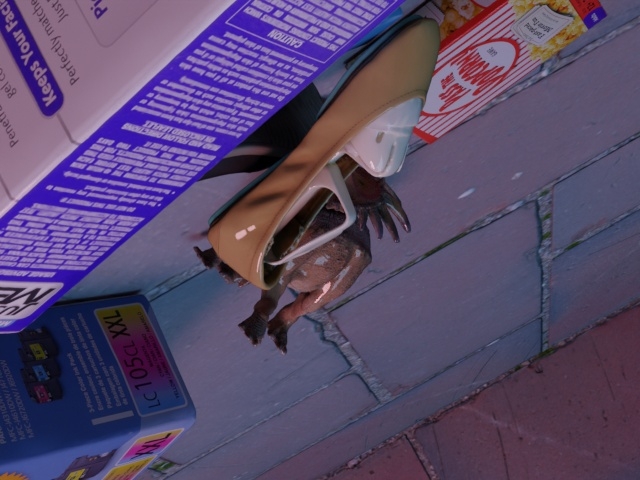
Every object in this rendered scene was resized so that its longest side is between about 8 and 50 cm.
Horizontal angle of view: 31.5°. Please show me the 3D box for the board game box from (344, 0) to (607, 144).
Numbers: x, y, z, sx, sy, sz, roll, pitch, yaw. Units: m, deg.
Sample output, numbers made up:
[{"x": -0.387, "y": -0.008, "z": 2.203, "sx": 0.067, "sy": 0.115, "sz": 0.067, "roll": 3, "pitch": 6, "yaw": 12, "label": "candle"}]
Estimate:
[{"x": 0.133, "y": -0.168, "z": 0.947, "sx": 0.193, "sy": 0.045, "sz": 0.147, "roll": -36, "pitch": 158, "yaw": 17, "label": "board game box"}]

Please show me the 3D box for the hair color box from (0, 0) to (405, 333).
[{"x": -0.109, "y": -0.120, "z": 0.544, "sx": 0.339, "sy": 0.185, "sz": 0.110, "roll": -37, "pitch": 159, "yaw": 21, "label": "hair color box"}]

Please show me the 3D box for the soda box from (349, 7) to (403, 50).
[{"x": -0.060, "y": -0.130, "z": 0.711, "sx": 0.210, "sy": 0.071, "sz": 0.067, "roll": -24, "pitch": 180, "yaw": -20, "label": "soda box"}]

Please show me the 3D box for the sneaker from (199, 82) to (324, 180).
[{"x": -0.095, "y": -0.079, "z": 0.841, "sx": 0.118, "sy": 0.083, "sz": 0.222, "roll": -21, "pitch": 175, "yaw": 37, "label": "sneaker"}]

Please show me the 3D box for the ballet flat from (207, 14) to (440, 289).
[{"x": 0.016, "y": -0.054, "z": 0.795, "sx": 0.232, "sy": 0.073, "sz": 0.080, "roll": -45, "pitch": 163, "yaw": 24, "label": "ballet flat"}]

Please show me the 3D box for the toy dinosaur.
[{"x": 0.000, "y": 0.000, "z": 1.069, "sx": 0.200, "sy": 0.127, "sz": 0.295, "roll": -37, "pitch": 165, "yaw": 1, "label": "toy dinosaur"}]

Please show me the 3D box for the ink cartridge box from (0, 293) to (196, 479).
[{"x": -0.351, "y": 0.197, "z": 1.024, "sx": 0.395, "sy": 0.151, "sz": 0.270, "roll": -4, "pitch": 148, "yaw": -45, "label": "ink cartridge box"}]
